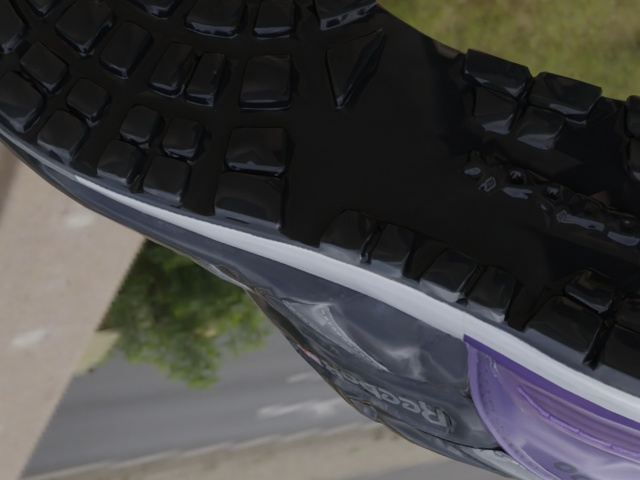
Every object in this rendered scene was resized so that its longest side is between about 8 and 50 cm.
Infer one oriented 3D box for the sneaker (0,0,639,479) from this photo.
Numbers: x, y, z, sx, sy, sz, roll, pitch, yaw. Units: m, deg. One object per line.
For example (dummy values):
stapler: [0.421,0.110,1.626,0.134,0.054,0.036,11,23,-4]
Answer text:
sneaker: [0.000,0.000,0.425,0.107,0.283,0.124,-49,159,-30]
